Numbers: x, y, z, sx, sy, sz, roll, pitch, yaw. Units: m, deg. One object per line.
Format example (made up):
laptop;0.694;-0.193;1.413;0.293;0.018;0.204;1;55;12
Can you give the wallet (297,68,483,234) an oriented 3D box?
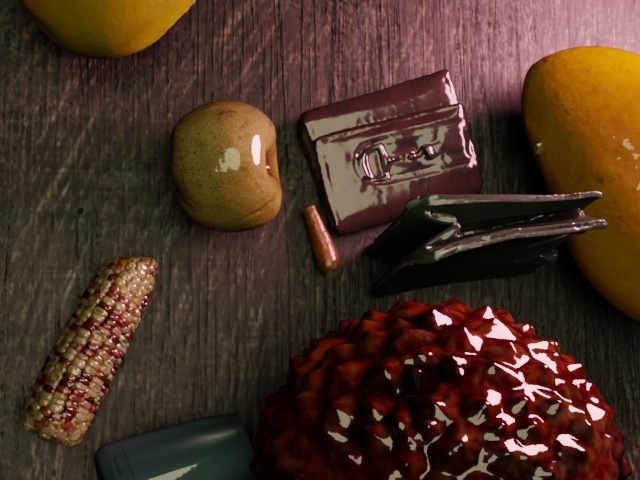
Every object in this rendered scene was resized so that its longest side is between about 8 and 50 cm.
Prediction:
wallet;0.096;-0.118;1.482;0.229;0.049;0.182;-17;90;-14

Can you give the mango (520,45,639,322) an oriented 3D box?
mango;0.438;-0.074;1.483;0.301;0.220;0.445;-43;84;-11

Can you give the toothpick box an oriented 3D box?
toothpick box;-0.169;0.278;1.322;0.184;0.120;0.120;-17;86;-19

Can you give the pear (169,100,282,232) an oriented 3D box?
pear;-0.119;-0.091;1.369;0.136;0.167;0.167;-6;83;2

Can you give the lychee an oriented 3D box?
lychee;0.156;0.280;1.257;0.500;0.424;0.425;24;76;-27

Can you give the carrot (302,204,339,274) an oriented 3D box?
carrot;0.000;0.000;1.450;0.032;0.032;0.093;-17;81;-16

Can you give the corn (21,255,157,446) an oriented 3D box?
corn;-0.277;0.126;1.333;0.086;0.086;0.253;27;76;-9

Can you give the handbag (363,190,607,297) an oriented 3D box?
handbag;0.203;0.000;1.388;0.260;0.247;0.079;-8;78;-14

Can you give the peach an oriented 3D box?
peach;-0.265;-0.337;1.341;0.231;0.231;0.231;2;82;-14
